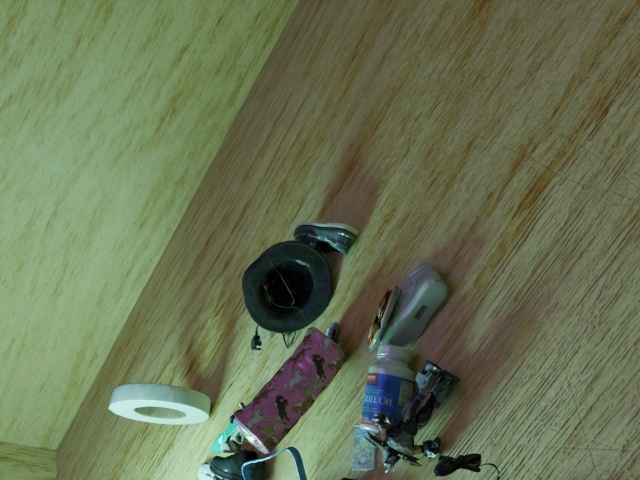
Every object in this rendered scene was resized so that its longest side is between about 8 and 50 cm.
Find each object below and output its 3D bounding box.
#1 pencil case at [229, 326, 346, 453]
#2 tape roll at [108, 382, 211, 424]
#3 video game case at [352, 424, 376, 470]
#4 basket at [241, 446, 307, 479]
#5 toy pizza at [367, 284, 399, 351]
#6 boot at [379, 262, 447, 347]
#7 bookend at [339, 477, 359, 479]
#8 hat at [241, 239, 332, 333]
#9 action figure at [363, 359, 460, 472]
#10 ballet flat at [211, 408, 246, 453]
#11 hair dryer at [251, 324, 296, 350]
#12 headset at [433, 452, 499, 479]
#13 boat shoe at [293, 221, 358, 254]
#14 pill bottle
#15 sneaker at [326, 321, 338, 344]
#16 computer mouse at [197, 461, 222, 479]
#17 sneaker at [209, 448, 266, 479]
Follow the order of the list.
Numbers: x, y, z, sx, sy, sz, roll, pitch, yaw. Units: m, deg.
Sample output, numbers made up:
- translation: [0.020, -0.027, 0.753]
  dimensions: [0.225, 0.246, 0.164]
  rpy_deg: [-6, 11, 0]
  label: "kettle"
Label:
- translation: [-0.089, 0.438, 1.802]
  dimensions: [0.386, 0.167, 0.160]
  rpy_deg: [-46, -15, -19]
  label: "pencil case"
- translation: [-0.633, 0.651, 2.401]
  dimensions: [0.392, 0.392, 0.071]
  rpy_deg: [-30, 47, 45]
  label: "tape roll"
- translation: [0.121, 0.568, 1.666]
  dimensions: [0.087, 0.011, 0.121]
  rpy_deg: [-27, 49, 47]
  label: "video game case"
- translation: [-0.105, 0.740, 1.690]
  dimensions: [0.255, 0.201, 0.288]
  rpy_deg: [-34, 74, 42]
  label: "basket"
- translation: [0.169, 0.215, 1.699]
  dimensions: [0.201, 0.032, 0.201]
  rpy_deg: [23, -90, -86]
  label: "toy pizza"
- translation: [0.247, 0.183, 1.667]
  dimensions: [0.258, 0.095, 0.123]
  rpy_deg: [-52, 21, 18]
  label: "boot"
- translation: [0.098, 0.681, 1.570]
  dimensions: [0.156, 0.072, 0.157]
  rpy_deg: [-46, 36, 29]
  label: "bookend"
- translation: [-0.103, 0.164, 2.133]
  dimensions: [0.332, 0.134, 0.330]
  rpy_deg: [-1, 86, 13]
  label: "hat"
- translation: [0.222, 0.431, 1.456]
  dimensions: [0.284, 0.185, 0.099]
  rpy_deg: [-60, 19, -3]
  label: "action figure"
- translation: [-0.315, 0.710, 2.180]
  dimensions: [0.247, 0.083, 0.087]
  rpy_deg: [-56, 47, 21]
  label: "ballet flat"
- translation: [-0.154, 0.268, 2.249]
  dimensions: [0.224, 0.080, 0.293]
  rpy_deg: [-15, 62, 34]
  label: "hair dryer"
- translation: [0.304, 0.624, 1.183]
  dimensions: [0.243, 0.185, 0.393]
  rpy_deg: [-20, 65, 50]
  label: "headset"
- translation: [0.000, 0.000, 2.119]
  dimensions: [0.320, 0.116, 0.098]
  rpy_deg: [-1, 66, 51]
  label: "boat shoe"
- translation: [0.179, 0.391, 1.583]
  dimensions: [0.124, 0.124, 0.221]
  rpy_deg: [-16, 58, 52]
  label: "pill bottle"
- translation: [0.041, 0.314, 1.931]
  dimensions: [0.098, 0.038, 0.069]
  rpy_deg: [-66, 31, 20]
  label: "sneaker"
- translation: [-0.420, 0.877, 2.265]
  dimensions: [0.193, 0.042, 0.105]
  rpy_deg: [-9, 64, 55]
  label: "computer mouse"
- translation: [-0.273, 0.774, 2.071]
  dimensions: [0.286, 0.109, 0.130]
  rpy_deg: [0, 61, 50]
  label: "sneaker"
